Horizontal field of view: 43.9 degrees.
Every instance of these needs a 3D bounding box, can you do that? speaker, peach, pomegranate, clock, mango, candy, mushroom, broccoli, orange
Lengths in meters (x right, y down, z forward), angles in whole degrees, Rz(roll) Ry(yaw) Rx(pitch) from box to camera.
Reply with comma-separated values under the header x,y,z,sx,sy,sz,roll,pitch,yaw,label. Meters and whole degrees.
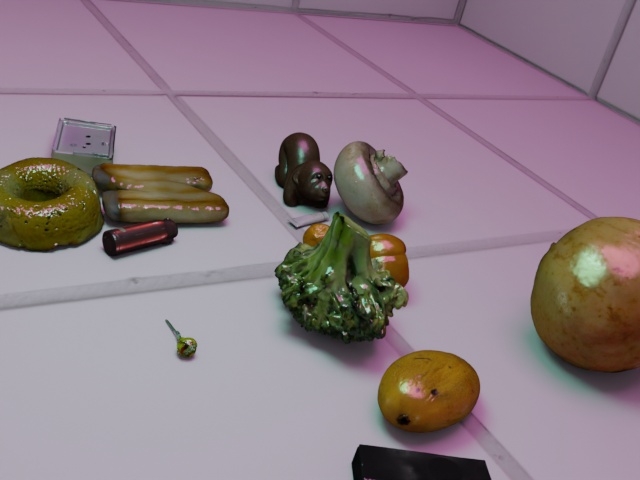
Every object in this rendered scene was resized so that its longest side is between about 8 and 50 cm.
x,y,z,sx,sy,sz,roll,pitch,yaw,label
0.163,0.380,1.259,0.218,0.044,0.082,10,29,-9,speaker
0.126,0.054,1.731,0.138,0.138,0.138,11,29,-6,peach
0.589,0.109,1.660,0.343,0.342,0.342,11,29,-6,pomegranate
-0.588,-0.231,1.974,0.147,0.071,0.192,6,30,-16,clock
0.203,0.258,1.426,0.157,0.108,0.262,25,29,26,mango
-0.261,0.173,1.456,0.035,0.035,0.123,-1,24,-32,candy
0.136,-0.150,2.013,0.178,0.226,0.226,-25,25,15,mushroom
0.046,0.062,1.563,0.288,0.245,0.248,31,23,18,broccoli
0.000,0.000,1.831,0.083,0.070,0.083,4,40,-3,orange

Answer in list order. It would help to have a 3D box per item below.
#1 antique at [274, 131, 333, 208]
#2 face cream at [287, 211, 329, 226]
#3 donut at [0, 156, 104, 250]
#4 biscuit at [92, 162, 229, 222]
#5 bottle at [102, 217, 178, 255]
x,y,z,sx,sy,sz,roll,pitch,yaw,label
-0.040,-0.183,2.066,0.121,0.143,0.256,6,32,-19,antique
-0.028,-0.052,1.961,0.115,0.020,0.038,-15,41,-37,face cream
-0.593,-0.085,1.685,0.272,0.107,0.272,9,30,-5,donut
-0.377,-0.111,1.866,0.291,0.062,0.237,-2,32,-27,biscuit
-0.380,-0.009,1.694,0.164,0.060,0.060,-17,42,-44,bottle
